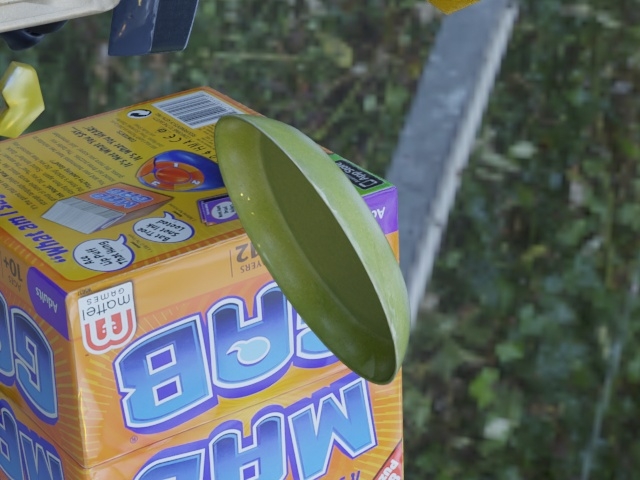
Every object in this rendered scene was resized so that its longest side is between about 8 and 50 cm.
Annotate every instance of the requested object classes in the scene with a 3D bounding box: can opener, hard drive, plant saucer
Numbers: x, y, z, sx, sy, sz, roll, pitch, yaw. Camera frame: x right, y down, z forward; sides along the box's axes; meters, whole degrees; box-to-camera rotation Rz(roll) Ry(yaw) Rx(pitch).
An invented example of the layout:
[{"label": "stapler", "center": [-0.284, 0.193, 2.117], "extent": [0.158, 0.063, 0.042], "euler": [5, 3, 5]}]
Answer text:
[{"label": "can opener", "center": [-0.344, -0.236, 1.748], "extent": [0.186, 0.073, 0.059], "euler": [2, 53, -49]}, {"label": "hard drive", "center": [-0.174, -0.333, 1.943], "extent": [0.172, 0.054, 0.255], "euler": [-28, 131, -74]}, {"label": "plant saucer", "center": [0.000, 0.000, 1.310], "extent": [0.037, 0.241, 0.241], "euler": [-33, 129, -16]}]

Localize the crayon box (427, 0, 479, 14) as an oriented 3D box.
[{"label": "crayon box", "center": [0.078, -0.286, 1.326], "extent": [0.323, 0.203, 0.083], "euler": [33, 74, -17]}]

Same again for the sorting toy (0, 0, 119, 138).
[{"label": "sorting toy", "center": [-0.266, -0.215, 1.338], "extent": [0.229, 0.041, 0.307], "euler": [-15, 117, -19]}]

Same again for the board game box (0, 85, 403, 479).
[{"label": "board game box", "center": [-0.164, 0.094, 1.733], "extent": [0.356, 0.356, 0.356], "euler": [-18, 120, -30]}]
